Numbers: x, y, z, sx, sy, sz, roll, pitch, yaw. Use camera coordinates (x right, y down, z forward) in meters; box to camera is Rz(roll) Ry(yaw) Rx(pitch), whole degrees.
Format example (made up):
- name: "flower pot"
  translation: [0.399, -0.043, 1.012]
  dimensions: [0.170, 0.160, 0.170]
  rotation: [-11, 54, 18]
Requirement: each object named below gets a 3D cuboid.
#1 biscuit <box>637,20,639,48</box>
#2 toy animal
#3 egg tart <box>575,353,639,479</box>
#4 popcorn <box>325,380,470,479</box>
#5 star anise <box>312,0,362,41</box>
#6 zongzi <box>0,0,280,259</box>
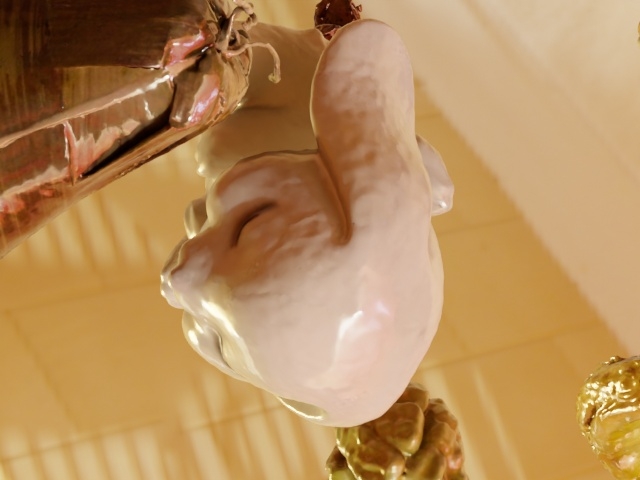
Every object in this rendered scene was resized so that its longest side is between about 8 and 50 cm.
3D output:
- name: "biscuit"
  translation: [0.345, -0.095, 1.504]
  dimensions: [0.240, 0.035, 0.158]
  rotation: [44, -14, -8]
- name: "toy animal"
  translation: [0.000, 0.000, 1.306]
  dimensions: [0.265, 0.206, 0.271]
  rotation: [-106, -155, -65]
- name: "egg tart"
  translation: [0.320, 0.129, 1.367]
  dimensions: [0.294, 0.123, 0.294]
  rotation: [21, -27, 12]
- name: "popcorn"
  translation: [0.083, 0.220, 1.898]
  dimensions: [0.173, 0.142, 0.173]
  rotation: [173, -90, -67]
- name: "star anise"
  translation: [0.022, -0.147, 1.667]
  dimensions: [0.070, 0.191, 0.097]
  rotation: [-15, -102, 13]
- name: "zongzi"
  translation: [-0.108, -0.013, 0.766]
  dimensions: [0.084, 0.187, 0.184]
  rotation: [-73, 161, -68]
